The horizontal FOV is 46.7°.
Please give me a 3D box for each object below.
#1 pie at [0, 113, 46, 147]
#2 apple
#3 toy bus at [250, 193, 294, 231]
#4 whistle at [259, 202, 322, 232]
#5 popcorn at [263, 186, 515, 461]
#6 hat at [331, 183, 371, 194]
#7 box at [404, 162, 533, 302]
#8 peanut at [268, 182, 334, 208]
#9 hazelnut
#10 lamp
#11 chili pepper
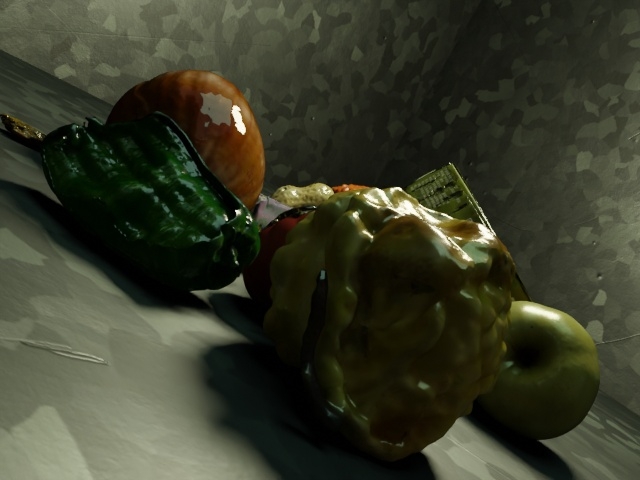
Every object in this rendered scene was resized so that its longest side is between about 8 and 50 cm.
[{"bbox_3d":[-0.579,-0.207,1.519,0.170,0.034,0.092,33,1,-38],"label":"pie"},{"bbox_3d":[0.407,0.244,1.423,0.262,0.262,0.262,29,6,-3],"label":"apple"},{"bbox_3d":[-0.092,-0.021,1.785,0.112,0.138,0.317,35,8,39],"label":"toy bus"},{"bbox_3d":[0.000,0.000,1.407,0.289,0.164,0.163,-4,3,7],"label":"whistle"},{"bbox_3d":[0.073,0.105,0.964,0.349,0.349,0.381,31,32,12],"label":"popcorn"},{"bbox_3d":[0.011,-0.015,2.110,0.400,0.285,0.285,-8,29,-33],"label":"hat"},{"bbox_3d":[0.374,0.075,1.714,0.373,0.138,0.420,53,14,-33],"label":"box"},{"bbox_3d":[-0.062,-0.092,1.887,0.214,0.100,0.099,-10,18,-13],"label":"peanut"},{"bbox_3d":[-0.282,-0.182,1.545,0.372,0.315,0.372,13,35,-10],"label":"hazelnut"},{"bbox_3d":[-0.017,0.053,1.232,0.227,0.227,0.227,29,6,-3],"label":"lamp"},{"bbox_3d":[-0.260,-0.057,1.141,0.385,0.213,0.167,36,-34,23],"label":"chili pepper"}]
